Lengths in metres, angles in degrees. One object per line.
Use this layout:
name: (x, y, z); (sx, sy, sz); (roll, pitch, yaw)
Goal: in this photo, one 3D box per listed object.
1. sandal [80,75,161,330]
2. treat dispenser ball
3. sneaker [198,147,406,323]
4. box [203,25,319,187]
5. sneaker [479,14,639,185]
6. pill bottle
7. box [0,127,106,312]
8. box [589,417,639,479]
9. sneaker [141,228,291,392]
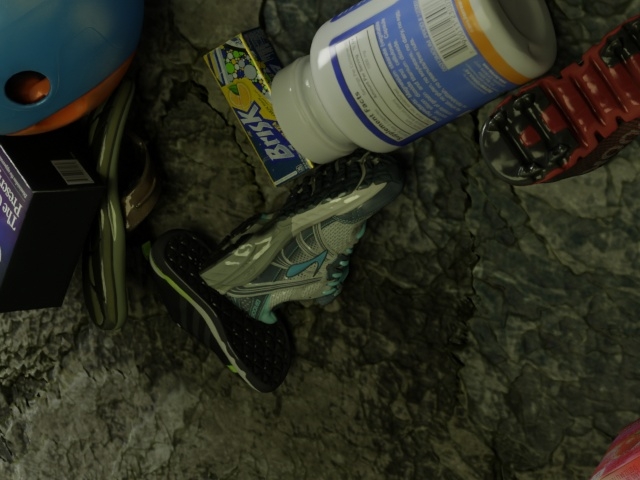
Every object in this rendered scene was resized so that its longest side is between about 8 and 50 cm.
sandal: (-0.235, -0.046, 1.660); (0.120, 0.086, 0.303); (-156, 66, -67)
treat dispenser ball: (-0.336, -0.258, 1.517); (0.288, 0.288, 0.288); (9, 112, 24)
sneaker: (0.000, 0.000, 1.564); (0.283, 0.110, 0.122); (-31, 110, 35)
box: (-0.057, -0.148, 1.551); (0.059, 0.054, 0.169); (-27, 94, 32)
sneaker: (0.285, -0.140, 1.355); (0.276, 0.135, 0.098); (-31, 79, 9)
pill bottle: (0.087, -0.180, 1.408); (0.272, 0.152, 0.152); (-26, 95, 33)
box: (-0.378, -0.068, 1.659); (0.261, 0.103, 0.184); (49, 130, 34)
box: (0.432, 0.206, 1.372); (0.300, 0.142, 0.154); (-41, 87, 32)
sneaker: (-0.126, 0.085, 1.672); (0.235, 0.084, 0.097); (53, 146, 3)
